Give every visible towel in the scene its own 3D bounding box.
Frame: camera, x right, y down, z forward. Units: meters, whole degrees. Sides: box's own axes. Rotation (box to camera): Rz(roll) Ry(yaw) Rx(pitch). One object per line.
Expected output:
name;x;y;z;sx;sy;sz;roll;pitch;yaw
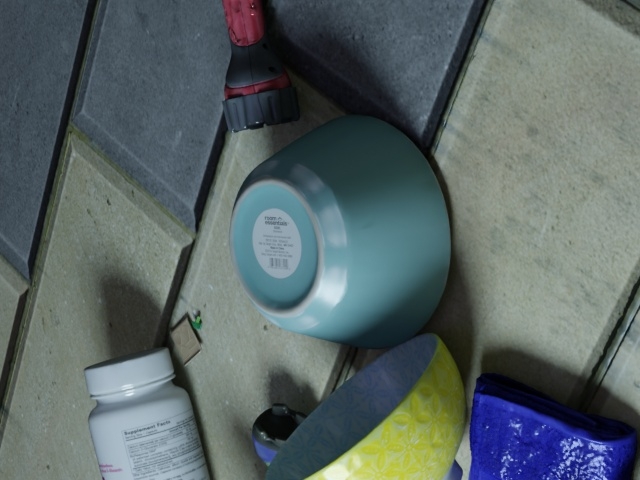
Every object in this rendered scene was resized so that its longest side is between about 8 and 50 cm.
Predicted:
towel;0.261;0.336;1.772;0.228;0.076;0.308;19;114;41

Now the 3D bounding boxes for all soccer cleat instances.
soccer cleat;0.026;0.326;2.017;0.289;0.093;0.121;29;150;32

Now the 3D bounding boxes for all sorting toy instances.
sorting toy;-0.198;0.149;2.223;0.083;0.012;0.062;-42;66;46

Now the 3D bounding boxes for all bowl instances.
bowl;0.000;0.000;1.865;0.312;0.163;0.311;11;106;44
bowl;0.085;0.267;1.817;0.156;0.289;0.289;50;135;-8

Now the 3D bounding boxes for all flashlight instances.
flashlight;-0.104;-0.300;1.942;0.103;0.103;0.304;-5;98;47

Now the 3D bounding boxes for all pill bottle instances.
pill bottle;-0.264;0.316;2.230;0.160;0.160;0.283;-13;91;46
